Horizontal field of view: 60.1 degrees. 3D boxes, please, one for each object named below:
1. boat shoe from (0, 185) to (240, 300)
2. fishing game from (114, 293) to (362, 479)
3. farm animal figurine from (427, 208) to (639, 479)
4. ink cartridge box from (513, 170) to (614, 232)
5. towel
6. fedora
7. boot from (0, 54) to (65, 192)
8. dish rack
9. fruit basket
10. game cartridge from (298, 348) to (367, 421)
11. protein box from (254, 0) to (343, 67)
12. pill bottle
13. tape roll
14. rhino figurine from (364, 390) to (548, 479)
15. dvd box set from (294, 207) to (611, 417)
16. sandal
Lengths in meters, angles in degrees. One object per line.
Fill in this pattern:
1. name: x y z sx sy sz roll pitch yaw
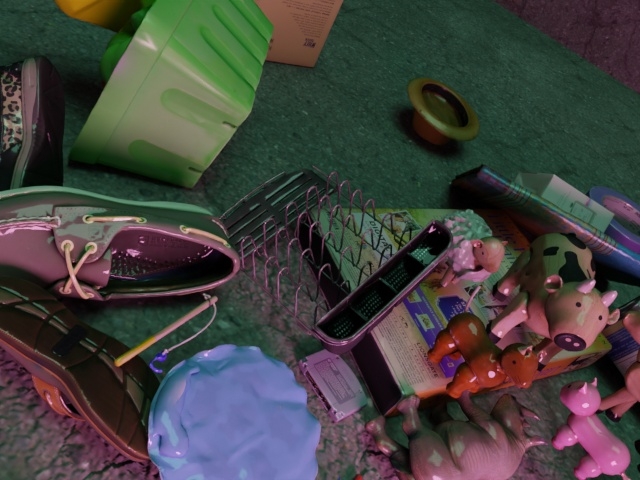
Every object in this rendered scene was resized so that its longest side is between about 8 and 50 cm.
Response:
1. boat shoe: -0.230 0.011 0.583 0.304 0.109 0.091 -1 27 -36
2. fishing game: -0.081 0.191 0.538 0.264 0.041 0.189 48 39 0
3. farm animal figurine: 0.309 0.101 0.673 0.330 0.172 0.327 22 38 -11
4. ink cartridge box: 0.475 -0.058 1.076 0.198 0.067 0.115 29 3 -17
5. towel: 0.414 -0.025 0.973 0.370 0.040 0.271 31 4 2
6. fedora: 0.254 -0.270 1.211 0.194 0.079 0.194 17 47 -19
7. boot: -0.396 -0.097 0.630 0.178 0.085 0.237 -2 74 0
8. dish rack: 0.000 0.000 0.699 0.208 0.074 0.271 -38 61 -25
9. fruit basket: -0.259 -0.308 0.772 0.392 0.283 0.392 29 38 -25
10. game cartridge: 0.017 0.168 0.653 0.056 0.017 0.083 -15 57 -37
11. protein box: -0.083 -0.493 1.143 0.199 0.201 0.136 -4 50 -34
12. pill bottle: 0.528 0.195 0.844 0.122 0.123 0.219 -11 63 -39
13. tape roll: 0.628 -0.024 1.179 0.188 0.080 0.189 17 40 -15
14. rhino figurine: 0.175 0.229 0.641 0.243 0.073 0.106 0 44 -33
15. dvd box set: 0.201 0.075 0.827 0.420 0.062 0.308 -3 49 -33
16. sandal: -0.231 0.123 0.508 0.219 0.060 0.090 38 24 -7
